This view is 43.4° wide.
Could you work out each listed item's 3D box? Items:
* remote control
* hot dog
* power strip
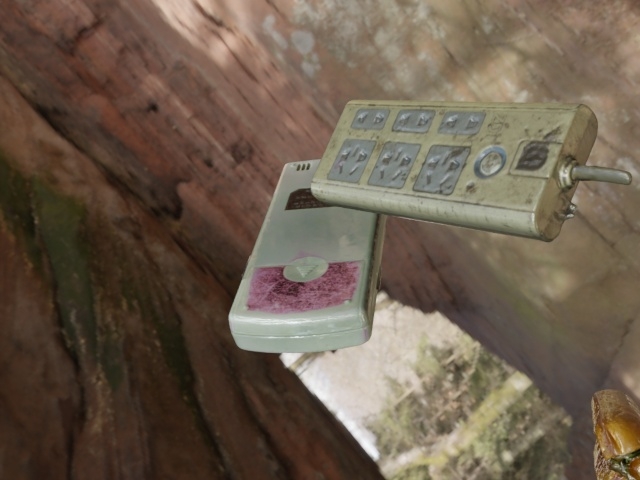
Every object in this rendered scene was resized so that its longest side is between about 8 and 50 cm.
[{"bbox_3d":[0.000,0.001,0.911,0.344,0.145,0.050,-75,-22,-55],"label":"remote control"},{"bbox_3d":[0.347,0.231,0.922,0.249,0.068,0.100,-2,-91,-73],"label":"hot dog"},{"bbox_3d":[0.096,-0.055,0.571,0.268,0.092,0.034,13,164,49],"label":"power strip"}]
